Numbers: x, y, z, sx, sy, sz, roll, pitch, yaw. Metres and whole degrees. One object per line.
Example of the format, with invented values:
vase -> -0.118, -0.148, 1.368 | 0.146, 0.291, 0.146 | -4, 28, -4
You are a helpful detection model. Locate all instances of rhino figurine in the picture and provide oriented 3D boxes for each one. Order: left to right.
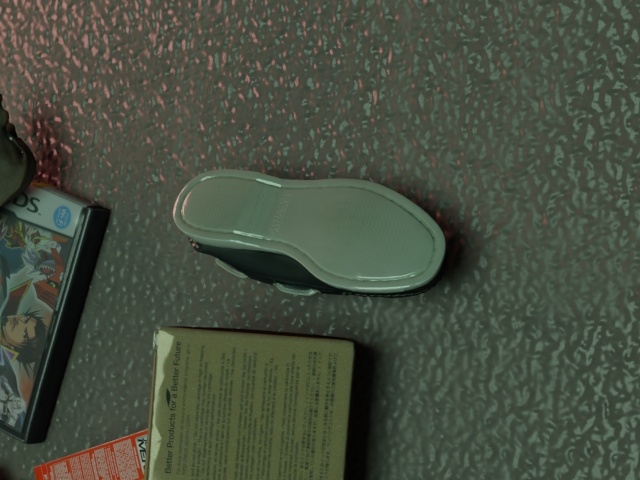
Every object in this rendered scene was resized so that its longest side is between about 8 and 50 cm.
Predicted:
rhino figurine -> -0.403, -0.050, 1.922 | 0.243, 0.073, 0.106 | -38, 65, 27

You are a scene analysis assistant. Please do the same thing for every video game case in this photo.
video game case -> -0.372, 0.055, 1.961 | 0.248, 0.035, 0.275 | 22, 99, 31

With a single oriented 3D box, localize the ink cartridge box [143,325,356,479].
ink cartridge box -> -0.069, 0.203, 1.680 | 0.193, 0.088, 0.234 | 5, 90, 2

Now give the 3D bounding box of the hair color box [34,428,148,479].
hair color box -> -0.202, 0.234, 1.809 | 0.167, 0.093, 0.053 | -19, 78, 30

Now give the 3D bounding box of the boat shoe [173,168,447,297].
boat shoe -> 0.000, 0.000, 1.696 | 0.302, 0.091, 0.114 | 18, 70, 34
